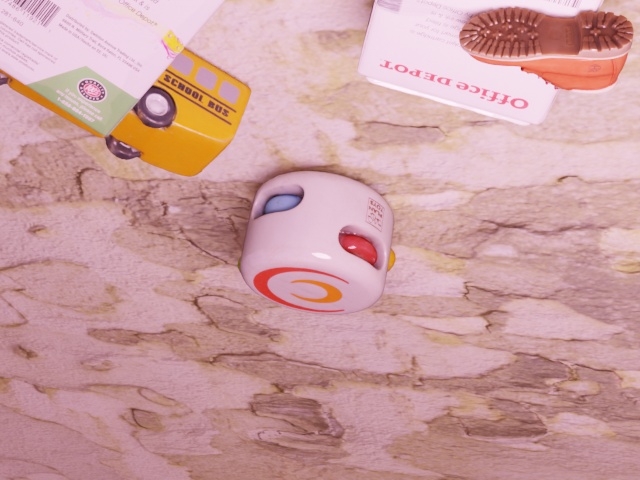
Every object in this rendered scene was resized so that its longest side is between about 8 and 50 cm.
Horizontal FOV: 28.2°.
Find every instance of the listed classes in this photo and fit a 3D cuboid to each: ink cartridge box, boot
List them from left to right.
[{"bbox_3d":[-0.217,-0.277,1.303,0.201,0.117,0.278,34,118,-23],"label":"ink cartridge box"},{"bbox_3d":[0.164,-0.261,1.238,0.207,0.117,0.283,16,147,0],"label":"ink cartridge box"},{"bbox_3d":[0.208,-0.171,1.196,0.158,0.059,0.084,5,151,8],"label":"boot"}]

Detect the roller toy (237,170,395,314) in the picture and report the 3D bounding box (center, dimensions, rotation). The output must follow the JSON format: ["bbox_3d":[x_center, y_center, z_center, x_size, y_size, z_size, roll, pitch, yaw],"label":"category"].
[{"bbox_3d":[0.000,0.000,1.676,0.209,0.146,0.191,10,156,1],"label":"roller toy"}]

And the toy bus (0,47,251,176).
[{"bbox_3d":[-0.257,-0.200,1.511,0.333,0.130,0.108,29,146,-18],"label":"toy bus"}]
